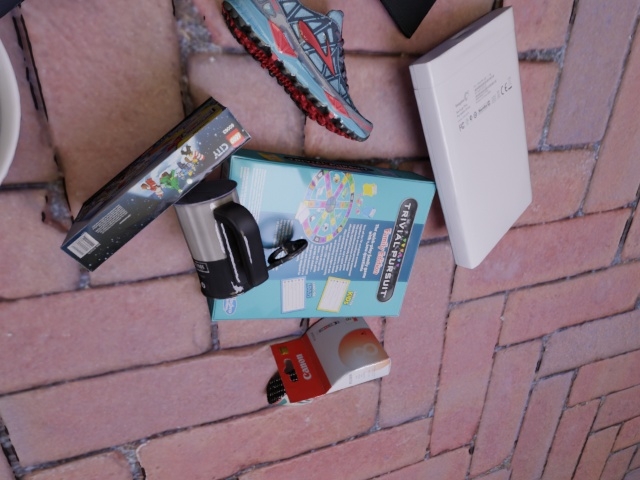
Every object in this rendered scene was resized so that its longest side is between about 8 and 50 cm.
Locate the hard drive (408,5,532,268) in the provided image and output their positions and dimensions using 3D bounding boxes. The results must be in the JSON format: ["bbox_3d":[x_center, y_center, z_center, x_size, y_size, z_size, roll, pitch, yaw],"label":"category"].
[{"bbox_3d":[0.268,-0.160,0.695,0.233,0.047,0.353,-40,124,-27],"label":"hard drive"}]

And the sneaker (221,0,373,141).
[{"bbox_3d":[0.003,-0.245,0.559,0.125,0.104,0.262,-48,121,2],"label":"sneaker"}]

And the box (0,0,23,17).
[{"bbox_3d":[-0.307,-0.346,0.285,0.294,0.182,0.296,47,65,-33],"label":"box"}]

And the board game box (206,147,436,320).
[{"bbox_3d":[0.000,0.000,0.683,0.336,0.079,0.254,3,111,-23],"label":"board game box"}]

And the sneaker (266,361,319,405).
[{"bbox_3d":[-0.026,0.275,0.789,0.161,0.057,0.075,-32,138,31],"label":"sneaker"}]

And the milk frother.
[{"bbox_3d":[-0.098,-0.014,0.547,0.143,0.129,0.135,-47,134,-49],"label":"milk frother"}]

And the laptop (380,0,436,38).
[{"bbox_3d":[0.170,-0.416,0.494,0.234,0.136,0.264,27,102,-46],"label":"laptop"}]

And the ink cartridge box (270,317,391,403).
[{"bbox_3d":[0.012,0.196,0.740,0.179,0.145,0.045,-10,121,-17],"label":"ink cartridge box"}]

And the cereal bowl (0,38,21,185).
[{"bbox_3d":[-0.473,-0.133,0.365,0.339,0.141,0.339,-4,96,-40],"label":"cereal bowl"}]

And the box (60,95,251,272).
[{"bbox_3d":[-0.201,-0.082,0.518,0.233,0.159,0.044,-40,120,0],"label":"box"}]
